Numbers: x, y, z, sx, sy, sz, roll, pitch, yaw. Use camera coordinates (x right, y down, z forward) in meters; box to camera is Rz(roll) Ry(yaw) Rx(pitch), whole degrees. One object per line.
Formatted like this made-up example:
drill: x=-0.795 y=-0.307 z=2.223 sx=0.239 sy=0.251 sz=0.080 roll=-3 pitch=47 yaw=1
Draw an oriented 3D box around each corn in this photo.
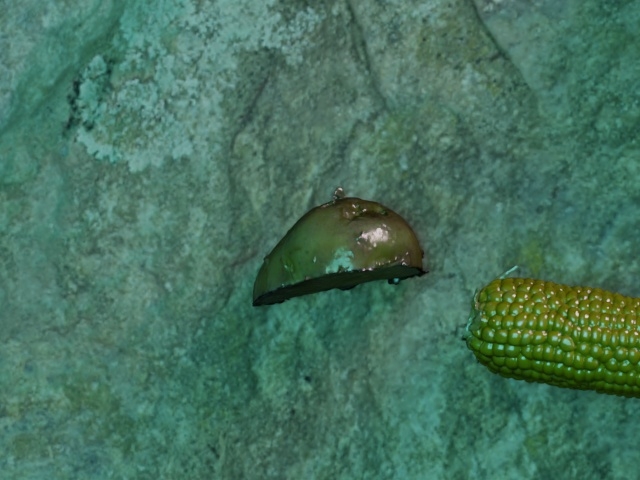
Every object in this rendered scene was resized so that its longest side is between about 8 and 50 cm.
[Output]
corn: x=0.252 y=0.087 z=1.534 sx=0.260 sy=0.091 sz=0.091 roll=7 pitch=125 yaw=17

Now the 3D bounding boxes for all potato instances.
potato: x=0.000 y=0.000 z=1.616 sx=0.172 sy=0.100 sz=0.089 roll=-10 pitch=80 yaw=20
